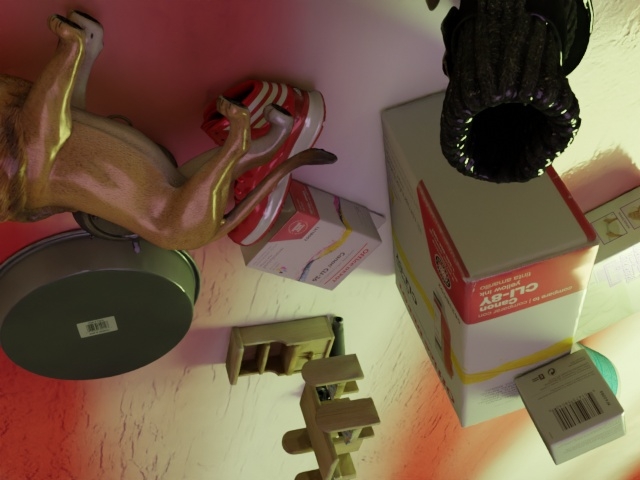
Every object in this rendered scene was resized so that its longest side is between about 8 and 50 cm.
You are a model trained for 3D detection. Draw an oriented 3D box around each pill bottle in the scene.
[{"bbox_3d":[0.504,0.278,1.648,0.146,0.146,0.264,-41,139,24],"label":"pill bottle"}]

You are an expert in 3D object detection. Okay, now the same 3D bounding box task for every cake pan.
[{"bbox_3d":[-0.302,0.098,1.114,0.293,0.054,0.293,-13,142,-10],"label":"cake pan"}]

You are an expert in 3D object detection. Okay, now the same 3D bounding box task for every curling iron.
[{"bbox_3d":[0.016,0.222,1.435,0.068,0.035,0.274,-8,142,-17],"label":"curling iron"}]

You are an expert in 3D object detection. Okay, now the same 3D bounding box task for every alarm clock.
[{"bbox_3d":[-0.224,-0.067,0.942,0.129,0.064,0.192,-12,139,-12],"label":"alarm clock"}]

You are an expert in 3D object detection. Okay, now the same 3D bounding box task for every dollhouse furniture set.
[{"bbox_3d":[-0.039,0.252,1.274,0.161,0.242,0.212,-6,140,-19],"label":"dollhouse furniture set"}]

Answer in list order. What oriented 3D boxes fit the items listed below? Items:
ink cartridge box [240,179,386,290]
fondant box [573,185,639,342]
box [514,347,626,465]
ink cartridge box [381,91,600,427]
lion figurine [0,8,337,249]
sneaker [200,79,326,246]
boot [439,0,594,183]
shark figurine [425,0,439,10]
[{"bbox_3d":[0.000,0.000,1.123,0.198,0.067,0.115,17,129,-40],"label":"ink cartridge box"},{"bbox_3d":[0.440,0.071,1.401,0.330,0.096,0.238,-29,142,9],"label":"fondant box"},{"bbox_3d":[0.319,0.212,1.050,0.101,0.102,0.087,-26,142,5],"label":"box"},{"bbox_3d":[0.206,0.033,1.084,0.160,0.279,0.385,-18,143,-5],"label":"ink cartridge box"},{"bbox_3d":[-0.202,-0.071,0.816,0.392,0.142,0.240,24,106,-16],"label":"lion figurine"},{"bbox_3d":[-0.095,-0.096,0.963,0.128,0.087,0.221,14,119,-26],"label":"sneaker"},{"bbox_3d":[0.197,-0.169,0.808,0.131,0.260,0.348,-8,161,24],"label":"boot"},{"bbox_3d":[0.000,-0.271,0.766,0.278,0.116,0.166,-23,110,-10],"label":"shark figurine"}]
